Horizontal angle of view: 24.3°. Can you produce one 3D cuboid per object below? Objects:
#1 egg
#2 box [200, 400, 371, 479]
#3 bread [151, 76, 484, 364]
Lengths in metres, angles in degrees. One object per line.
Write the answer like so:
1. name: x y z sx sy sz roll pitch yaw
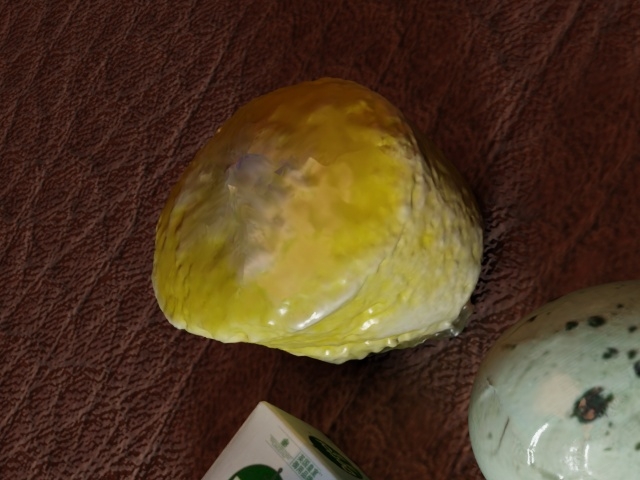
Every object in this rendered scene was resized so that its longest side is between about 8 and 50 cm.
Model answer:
1. egg: 0.159 0.086 0.818 0.164 0.131 0.131 -40 46 7
2. box: -0.008 0.213 0.923 0.139 0.073 0.194 -53 44 2
3. bread: -0.001 -0.004 0.978 0.197 0.170 0.197 -20 55 32
